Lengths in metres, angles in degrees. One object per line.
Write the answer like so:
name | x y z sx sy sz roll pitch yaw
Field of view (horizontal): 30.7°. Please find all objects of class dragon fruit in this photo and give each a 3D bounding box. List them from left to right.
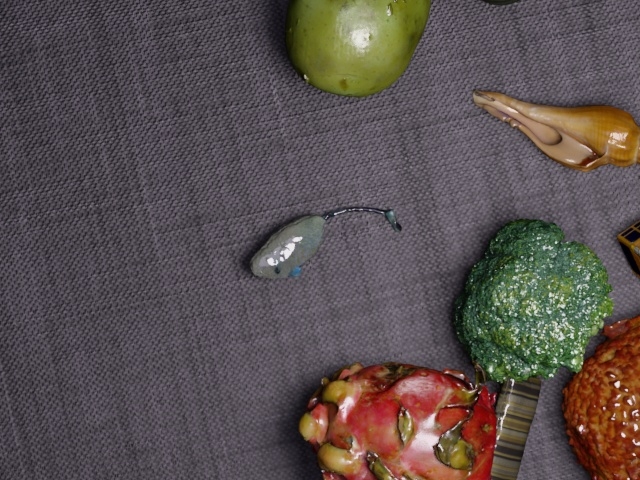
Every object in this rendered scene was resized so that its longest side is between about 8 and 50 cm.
dragon fruit | 0.110 0.294 1.737 0.291 0.269 0.250 15 77 -3

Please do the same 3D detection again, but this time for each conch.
conch | 0.398 -0.175 1.855 0.330 0.093 0.109 20 105 19

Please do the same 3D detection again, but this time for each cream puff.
cream puff | 0.533 0.269 1.764 0.350 0.228 0.351 0 85 -2

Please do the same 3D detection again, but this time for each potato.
potato | 0.059 -0.366 1.789 0.215 0.216 0.304 10 75 -1

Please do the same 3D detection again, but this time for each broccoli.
broccoli | 0.323 0.097 1.758 0.269 0.241 0.262 -5 64 36

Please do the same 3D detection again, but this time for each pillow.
pillow | 0.293 0.306 1.822 0.038 0.113 0.203 14 85 37

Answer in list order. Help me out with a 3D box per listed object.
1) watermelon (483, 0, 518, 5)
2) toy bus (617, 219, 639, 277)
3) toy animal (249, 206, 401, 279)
watermelon | 0.298 -0.425 1.842 0.133 0.105 0.105 -2 87 18
toy bus | 0.579 -0.014 1.830 0.201 0.114 0.098 -34 120 -3
toy animal | -0.001 -0.010 1.846 0.252 0.070 0.079 -24 124 -14
